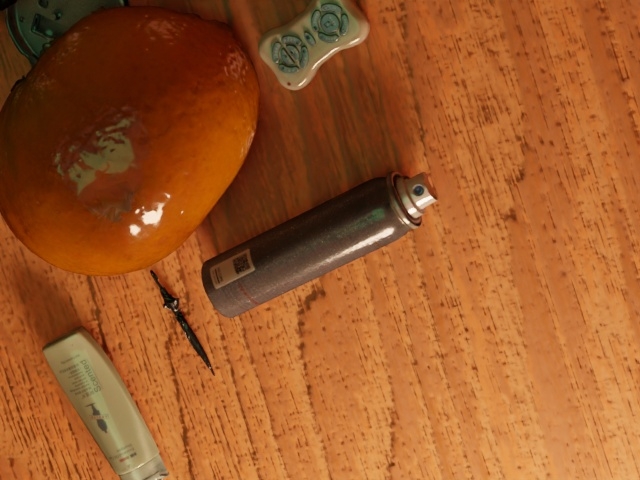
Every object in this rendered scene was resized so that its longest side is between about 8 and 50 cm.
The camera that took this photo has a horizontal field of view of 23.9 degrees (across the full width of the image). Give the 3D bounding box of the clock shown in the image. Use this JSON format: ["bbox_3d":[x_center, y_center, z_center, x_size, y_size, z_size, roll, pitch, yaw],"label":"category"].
[{"bbox_3d":[-0.274,-0.256,1.683,0.229,0.063,0.156,29,110,8],"label":"clock"}]

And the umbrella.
[{"bbox_3d":[-0.162,0.096,1.773,0.022,0.022,0.149,-32,105,-15],"label":"umbrella"}]

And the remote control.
[{"bbox_3d":[-0.008,-0.219,1.630,0.122,0.032,0.074,-37,93,23],"label":"remote control"}]

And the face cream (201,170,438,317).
[{"bbox_3d":[0.000,0.000,1.667,0.283,0.073,0.073,-26,97,21],"label":"face cream"}]

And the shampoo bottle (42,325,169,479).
[{"bbox_3d":[-0.256,0.205,1.811,0.072,0.049,0.212,-27,96,17],"label":"shampoo bottle"}]

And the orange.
[{"bbox_3d":[-0.224,-0.095,1.665,0.310,0.274,0.274,-27,97,47],"label":"orange"}]

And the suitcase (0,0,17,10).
[{"bbox_3d":[-0.452,-0.281,1.634,0.235,0.194,0.143,-4,100,40],"label":"suitcase"}]
